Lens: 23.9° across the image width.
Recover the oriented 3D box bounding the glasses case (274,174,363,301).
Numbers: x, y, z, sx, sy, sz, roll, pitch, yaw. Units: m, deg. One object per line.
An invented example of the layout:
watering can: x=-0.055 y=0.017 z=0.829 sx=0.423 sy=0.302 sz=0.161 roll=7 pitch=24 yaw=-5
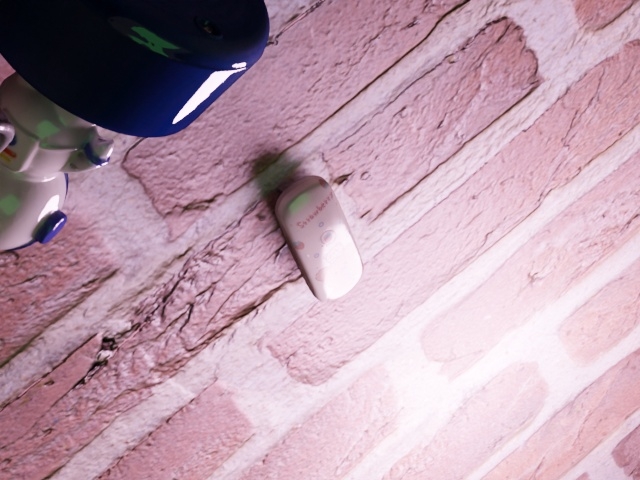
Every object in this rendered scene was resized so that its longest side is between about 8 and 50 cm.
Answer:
glasses case: x=0.000 y=0.000 z=1.892 sx=0.081 sy=0.051 sz=0.204 roll=-34 pitch=137 yaw=-8

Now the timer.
timer: x=-0.258 y=-0.144 z=1.482 sx=0.270 sy=0.270 sz=0.383 roll=11 pitch=131 yaw=-42

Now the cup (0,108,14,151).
cup: x=-0.418 y=-0.149 z=1.340 sx=0.227 sy=0.257 sz=0.301 roll=-26 pitch=178 yaw=-1
